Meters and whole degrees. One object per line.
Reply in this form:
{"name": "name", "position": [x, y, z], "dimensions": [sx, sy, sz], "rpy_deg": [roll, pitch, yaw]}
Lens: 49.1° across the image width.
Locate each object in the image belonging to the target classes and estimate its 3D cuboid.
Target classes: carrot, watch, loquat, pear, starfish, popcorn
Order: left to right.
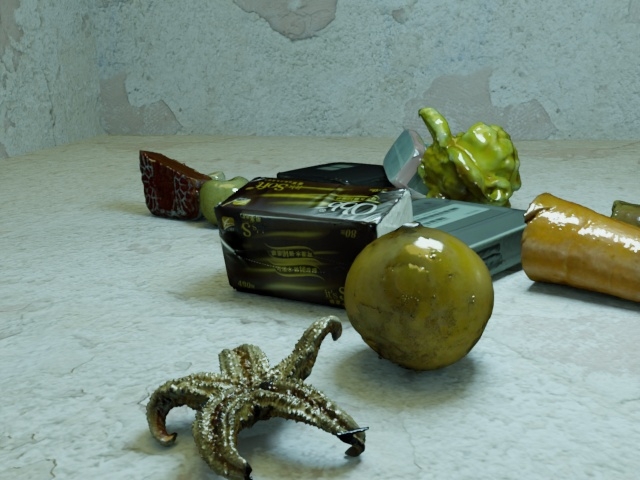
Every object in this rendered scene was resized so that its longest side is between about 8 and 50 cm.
{"name": "pear", "position": [-0.258, -0.108, 1.971], "dimensions": [0.167, 0.137, 0.167], "rpy_deg": [-4, 14, 1]}
{"name": "starfish", "position": [-0.071, 0.205, 0.931], "dimensions": [0.303, 0.113, 0.312], "rpy_deg": [8, 27, 37]}
{"name": "loquat", "position": [0.155, 0.087, 1.094], "dimensions": [0.234, 0.235, 0.235], "rpy_deg": [-1, 16, 0]}
{"name": "watch", "position": [0.340, -0.230, 2.252], "dimensions": [0.241, 0.162, 0.253], "rpy_deg": [26, 30, -22]}
{"name": "popcorn", "position": [0.404, -0.208, 1.965], "dimensions": [0.289, 0.321, 0.325], "rpy_deg": [-2, -3, -22]}
{"name": "carrot", "position": [0.545, 0.014, 1.384], "dimensions": [0.254, 0.196, 0.196], "rpy_deg": [14, 22, 37]}

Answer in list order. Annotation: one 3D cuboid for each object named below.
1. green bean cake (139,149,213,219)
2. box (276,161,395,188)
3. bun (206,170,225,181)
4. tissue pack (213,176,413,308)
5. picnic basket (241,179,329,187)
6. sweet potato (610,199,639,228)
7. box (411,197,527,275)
{"name": "green bean cake", "position": [-0.425, -0.162, 2.064], "dimensions": [0.232, 0.199, 0.097], "rpy_deg": [12, 22, 30]}
{"name": "box", "position": [0.073, -0.207, 2.368], "dimensions": [0.359, 0.091, 0.350], "rpy_deg": [13, 20, 41]}
{"name": "bun", "position": [-0.377, -0.212, 2.488], "dimensions": [0.086, 0.055, 0.086], "rpy_deg": [-15, 12, 3]}
{"name": "tissue pack", "position": [0.000, 0.000, 1.407], "dimensions": [0.369, 0.210, 0.198], "rpy_deg": [6, 27, 27]}
{"name": "picnic basket", "position": [-0.085, -0.068, 1.781], "dimensions": [0.196, 0.154, 0.134], "rpy_deg": [-10, 12, -39]}
{"name": "sweet potato", "position": [0.718, 0.018, 1.435], "dimensions": [0.157, 0.158, 0.369], "rpy_deg": [-10, 22, -28]}
{"name": "box", "position": [0.269, -0.012, 1.632], "dimensions": [0.395, 0.111, 0.396], "rpy_deg": [-17, 20, -40]}
